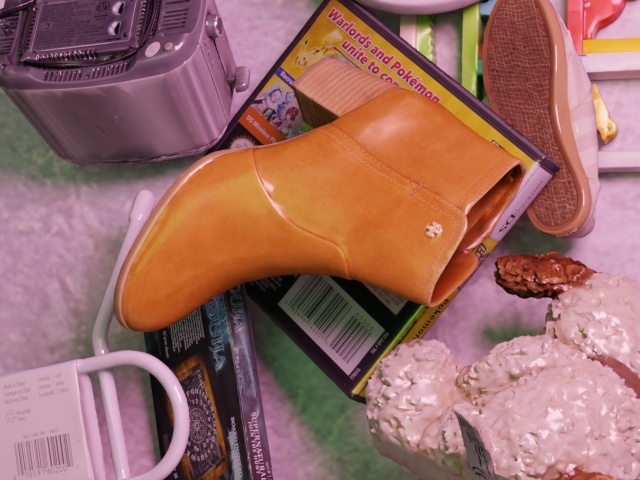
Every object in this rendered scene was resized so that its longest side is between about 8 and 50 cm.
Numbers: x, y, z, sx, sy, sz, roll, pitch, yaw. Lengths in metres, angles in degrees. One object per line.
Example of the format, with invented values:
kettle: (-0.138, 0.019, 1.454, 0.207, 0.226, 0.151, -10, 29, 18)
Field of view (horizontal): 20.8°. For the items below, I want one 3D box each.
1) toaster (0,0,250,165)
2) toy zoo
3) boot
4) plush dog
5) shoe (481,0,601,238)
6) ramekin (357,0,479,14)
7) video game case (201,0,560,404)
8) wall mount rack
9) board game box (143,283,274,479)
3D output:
toaster: (-0.178, -0.147, 1.503, 0.227, 0.146, 0.129, -6, 55, 16)
toy zoo: (0.211, -0.151, 1.466, 0.293, 0.030, 0.192, -1, 80, 15)
boot: (0.001, 0.000, 1.341, 0.211, 0.104, 0.295, 36, 77, 30)
plush dog: (0.201, 0.122, 1.330, 0.262, 0.210, 0.225, 43, 62, -8)
shoe: (0.184, -0.103, 1.425, 0.076, 0.058, 0.219, -19, 72, 34)
ramekin: (0.082, -0.303, 1.461, 0.207, 0.109, 0.207, -4, 64, 9)
video game case: (0.026, -0.043, 1.453, 0.248, 0.035, 0.275, -52, 56, 8)
wall mount rack: (-0.240, 0.123, 1.483, 0.350, 0.130, 0.304, -13, 81, 26)
board game box: (-0.097, 0.129, 1.475, 0.126, 0.026, 0.186, -22, 73, 47)
